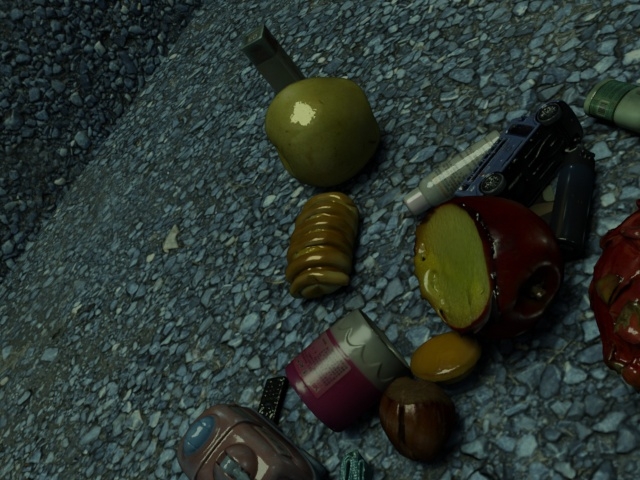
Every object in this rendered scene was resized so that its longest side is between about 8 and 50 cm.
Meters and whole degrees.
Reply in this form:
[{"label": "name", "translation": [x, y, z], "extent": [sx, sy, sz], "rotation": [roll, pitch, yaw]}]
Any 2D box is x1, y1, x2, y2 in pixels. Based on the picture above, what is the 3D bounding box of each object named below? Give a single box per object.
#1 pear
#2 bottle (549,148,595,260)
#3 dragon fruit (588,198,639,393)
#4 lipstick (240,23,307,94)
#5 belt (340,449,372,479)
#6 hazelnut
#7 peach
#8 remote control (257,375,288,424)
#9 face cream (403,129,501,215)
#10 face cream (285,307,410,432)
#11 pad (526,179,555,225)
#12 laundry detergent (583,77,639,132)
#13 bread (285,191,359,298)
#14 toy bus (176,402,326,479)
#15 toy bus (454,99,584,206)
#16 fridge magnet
[{"label": "pear", "translation": [0.011, -0.295, 1.975], "extent": [0.309, 0.309, 0.309], "rotation": [-25, 40, 23]}, {"label": "bottle", "translation": [0.502, -0.075, 1.470], "extent": [0.082, 0.072, 0.244], "rotation": [114, 177, -60]}, {"label": "dragon fruit", "translation": [0.551, 0.065, 1.112], "extent": [0.277, 0.278, 0.342], "rotation": [35, 111, 54]}, {"label": "lipstick", "translation": [-0.089, -0.460, 2.158], "extent": [0.080, 0.371, 0.076], "rotation": [-24, 41, 25]}, {"label": "belt", "translation": [0.049, 0.477, 1.351], "extent": [0.100, 0.065, 0.179], "rotation": [-15, 42, 21]}, {"label": "hazelnut", "translation": [0.173, 0.325, 1.336], "extent": [0.143, 0.143, 0.154], "rotation": [-51, 29, -10]}, {"label": "peach", "translation": [0.325, 0.044, 1.415], "extent": [0.362, 0.201, 0.257], "rotation": [-149, 62, -67]}, {"label": "remote control", "translation": [-0.123, 0.408, 1.609], "extent": [0.063, 0.025, 0.245], "rotation": [-13, 46, 36]}, {"label": "face cream", "translation": [0.315, -0.151, 1.713], "extent": [0.269, 0.082, 0.082], "rotation": [-33, 37, 13]}, {"label": "face cream", "translation": [0.055, 0.256, 1.468], "extent": [0.195, 0.175, 0.175], "rotation": [-43, 36, 3]}, {"label": "pad", "translation": [0.397, -0.047, 1.596], "extent": [0.235, 0.003, 0.158], "rotation": [-24, 40, 24]}, {"label": "laundry detergent", "translation": [0.658, -0.273, 1.520], "extent": [0.099, 0.070, 0.226], "rotation": [-41, 35, -8]}, {"label": "bread", "translation": [0.000, 0.000, 1.825], "extent": [0.173, 0.121, 0.311], "rotation": [-21, 40, 29]}, {"label": "toy bus", "translation": [-0.152, 0.433, 1.414], "extent": [0.294, 0.232, 0.197], "rotation": [31, 77, 40]}, {"label": "toy bus", "translation": [0.427, -0.167, 1.578], "extent": [0.292, 0.125, 0.133], "rotation": [-50, 32, -7]}, {"label": "fridge magnet", "translation": [0.240, 0.224, 1.401], "extent": [0.143, 0.063, 0.143], "rotation": [-22, 23, 10]}]
